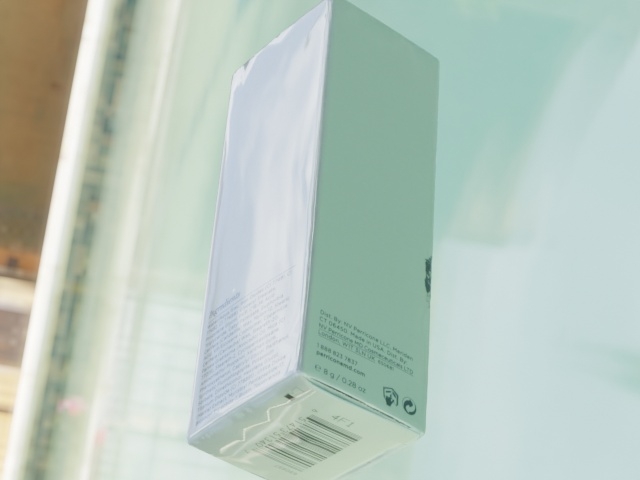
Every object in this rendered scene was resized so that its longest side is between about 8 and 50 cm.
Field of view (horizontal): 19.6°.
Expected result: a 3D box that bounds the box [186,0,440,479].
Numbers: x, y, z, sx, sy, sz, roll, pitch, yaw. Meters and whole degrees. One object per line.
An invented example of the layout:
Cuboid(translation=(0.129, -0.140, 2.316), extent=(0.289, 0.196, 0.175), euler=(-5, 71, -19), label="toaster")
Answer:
Cuboid(translation=(0.000, 0.000, 1.086), extent=(0.113, 0.094, 0.275), euler=(-33, 39, 42), label="box")
